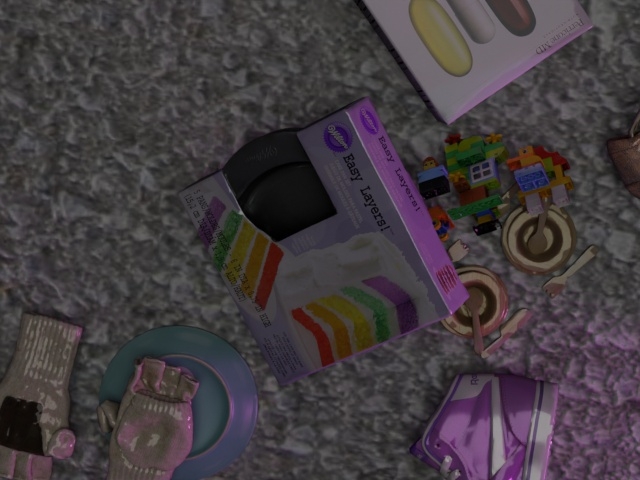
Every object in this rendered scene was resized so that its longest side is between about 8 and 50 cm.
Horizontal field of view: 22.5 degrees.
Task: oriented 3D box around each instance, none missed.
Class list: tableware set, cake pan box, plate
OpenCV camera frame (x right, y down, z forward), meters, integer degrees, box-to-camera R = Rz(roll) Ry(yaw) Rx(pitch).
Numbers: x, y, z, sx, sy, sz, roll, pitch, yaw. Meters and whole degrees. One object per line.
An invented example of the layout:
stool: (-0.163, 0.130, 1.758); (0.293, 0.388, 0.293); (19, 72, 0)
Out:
tableware set: (0.215, 0.036, 1.850); (0.194, 0.039, 0.128); (-45, 95, 4)
cake pan box: (0.000, 0.000, 1.783); (0.245, 0.070, 0.267); (-23, 96, 27)
plate: (-0.166, 0.193, 1.875); (0.188, 0.024, 0.188); (0, 97, 1)

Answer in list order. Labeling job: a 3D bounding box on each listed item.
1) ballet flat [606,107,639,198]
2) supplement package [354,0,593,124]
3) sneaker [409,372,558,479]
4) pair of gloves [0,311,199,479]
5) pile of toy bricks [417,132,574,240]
ballet flat: (0.449, -0.179, 1.797); (0.316, 0.107, 0.106); (-43, 88, 3)
supplement package: (0.155, -0.263, 1.760); (0.194, 0.149, 0.203); (-35, 95, 4)
sneaker: (0.177, 0.292, 1.857); (0.161, 0.102, 0.282); (7, 86, 2)
pair of gloves: (-0.266, 0.211, 1.850); (0.240, 0.042, 0.204); (22, 101, 5)
pile of toy bricks: (0.167, -0.077, 1.814); (0.212, 0.118, 0.105); (-17, 53, 16)
